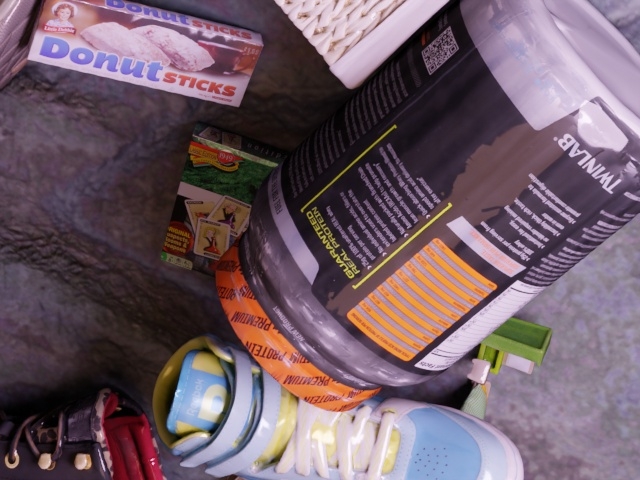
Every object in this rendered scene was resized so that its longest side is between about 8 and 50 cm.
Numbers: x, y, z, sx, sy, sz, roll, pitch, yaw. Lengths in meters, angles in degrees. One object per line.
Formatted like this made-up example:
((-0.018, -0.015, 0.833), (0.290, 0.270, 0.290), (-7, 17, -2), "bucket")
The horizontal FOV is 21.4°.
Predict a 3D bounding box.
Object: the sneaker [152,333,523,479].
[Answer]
((-0.008, 0.163, 1.393), (0.319, 0.127, 0.208), (5, 163, 38), "sneaker")

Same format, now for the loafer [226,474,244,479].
((-0.023, 0.226, 1.577), (0.148, 0.050, 0.056), (-13, 117, 21), "loafer")

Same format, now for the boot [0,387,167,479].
((-0.317, 0.180, 1.573), (0.284, 0.138, 0.377), (-11, 115, 18), "boot")

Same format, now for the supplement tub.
((0.091, -0.031, 1.278), (0.207, 0.207, 0.338), (43, 114, -13), "supplement tub")

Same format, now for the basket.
((0.051, -0.214, 1.253), (0.103, 0.113, 0.167), (42, 121, -10), "basket")

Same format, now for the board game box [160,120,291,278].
((0.000, 0.000, 1.448), (0.259, 0.030, 0.136), (19, 121, 3), "board game box")

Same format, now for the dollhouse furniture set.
((0.153, 0.133, 1.458), (0.058, 0.076, 0.152), (19, 124, 12), "dollhouse furniture set")

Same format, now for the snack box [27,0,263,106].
((-0.139, -0.155, 1.355), (0.178, 0.022, 0.064), (11, 127, -19), "snack box")

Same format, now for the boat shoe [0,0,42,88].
((-0.324, -0.146, 1.388), (0.116, 0.123, 0.324), (43, 114, 0), "boat shoe")
